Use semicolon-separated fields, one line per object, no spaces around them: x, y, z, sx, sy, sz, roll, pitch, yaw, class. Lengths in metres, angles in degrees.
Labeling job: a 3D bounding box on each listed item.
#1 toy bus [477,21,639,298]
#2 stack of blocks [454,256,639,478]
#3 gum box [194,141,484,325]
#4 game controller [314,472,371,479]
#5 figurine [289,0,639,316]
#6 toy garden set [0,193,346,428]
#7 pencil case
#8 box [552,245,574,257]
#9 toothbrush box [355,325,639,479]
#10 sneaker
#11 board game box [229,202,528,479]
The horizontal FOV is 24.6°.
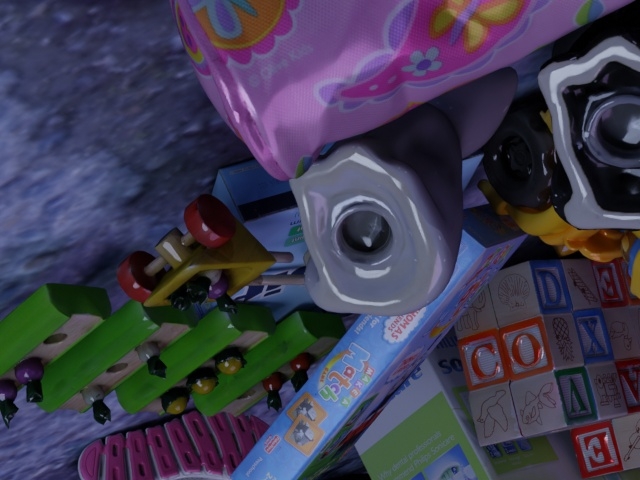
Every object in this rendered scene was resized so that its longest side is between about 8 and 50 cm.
0.225;-0.031;0.877;0.149;0.211;0.220;-14;156;-33;toy bus
0.243;0.105;1.218;0.087;0.171;0.297;-22;166;40;stack of blocks
0.000;0.000;0.909;0.157;0.041;0.184;-17;155;-22;gum box
0.121;0.301;1.416;0.166;0.319;0.067;-14;117;-46;game controller
0.102;-0.063;0.727;0.215;0.092;0.209;-21;-163;29;figurine
-0.062;0.058;0.855;0.204;0.049;0.244;-37;152;31;toy garden set
0.070;-0.134;0.605;0.284;0.124;0.124;-29;158;5;pencil case
0.220;-0.040;1.094;0.081;0.028;0.136;-22;155;-14;box
0.169;0.216;1.255;0.206;0.283;0.122;-1;145;-46;toothbrush box
-0.114;0.178;1.145;0.170;0.063;0.075;-8;151;-29;sneaker
0.043;0.069;0.941;0.211;0.039;0.160;-53;169;14;board game box
